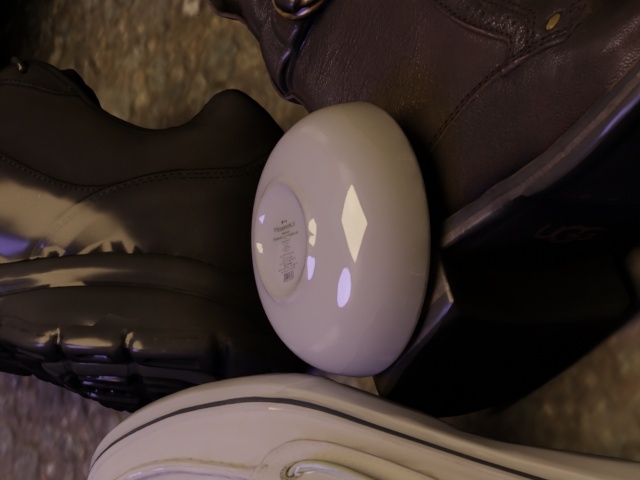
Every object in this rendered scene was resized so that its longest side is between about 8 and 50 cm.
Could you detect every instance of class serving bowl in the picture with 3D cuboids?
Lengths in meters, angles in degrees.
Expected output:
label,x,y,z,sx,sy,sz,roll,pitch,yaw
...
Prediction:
label,x,y,z,sx,sy,sz,roll,pitch,yaw
serving bowl,0.000,0.000,0.514,0.083,0.027,0.083,6,96,62

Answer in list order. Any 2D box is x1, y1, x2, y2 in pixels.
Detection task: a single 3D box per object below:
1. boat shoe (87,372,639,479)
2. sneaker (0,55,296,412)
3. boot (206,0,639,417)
label,x,y,z,sx,sy,sz,roll,pitch,yaw
boat shoe,0.010,0.090,0.494,0.226,0.076,0.083,-1,110,33
sneaker,-0.141,-0.008,0.672,0.286,0.109,0.130,5,71,10
boot,0.054,-0.096,0.530,0.263,0.091,0.229,-45,51,37
